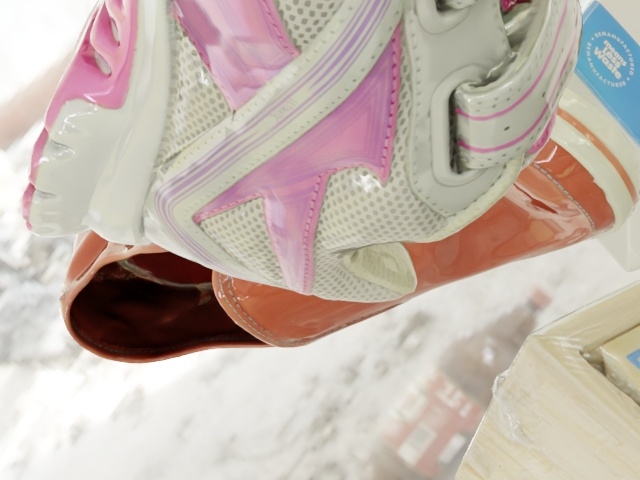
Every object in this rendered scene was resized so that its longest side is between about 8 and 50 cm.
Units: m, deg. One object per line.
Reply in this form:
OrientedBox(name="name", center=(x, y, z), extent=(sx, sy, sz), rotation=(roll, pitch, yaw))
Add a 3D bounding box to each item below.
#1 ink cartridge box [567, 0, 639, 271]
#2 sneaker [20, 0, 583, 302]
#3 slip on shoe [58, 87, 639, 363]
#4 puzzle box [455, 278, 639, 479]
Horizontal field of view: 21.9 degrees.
OrientedBox(name="ink cartridge box", center=(0.204, -0.109, 0.923), extent=(0.231, 0.134, 0.078), rotation=(-50, 11, -34))
OrientedBox(name="sneaker", center=(0.010, -0.066, 0.354), extent=(0.252, 0.111, 0.103), rotation=(117, 172, -62))
OrientedBox(name="slip on shoe", center=(0.000, 0.000, 0.750), extent=(0.331, 0.123, 0.101), rotation=(-11, 47, 42))
OrientedBox(name="puzzle box", center=(0.260, 0.125, 0.380), extent=(0.272, 0.409, 0.052), rotation=(-22, -36, -42))
